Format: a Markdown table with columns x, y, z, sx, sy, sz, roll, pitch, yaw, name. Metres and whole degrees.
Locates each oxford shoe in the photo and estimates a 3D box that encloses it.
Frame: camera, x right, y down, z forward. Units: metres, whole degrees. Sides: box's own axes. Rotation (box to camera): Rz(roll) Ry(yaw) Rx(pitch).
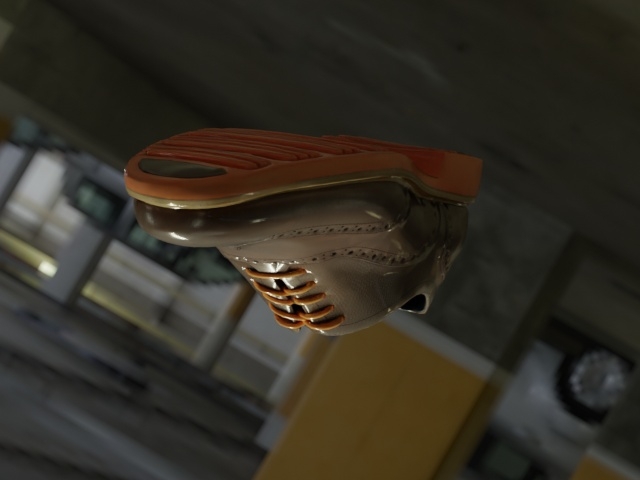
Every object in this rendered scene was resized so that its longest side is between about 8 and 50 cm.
| x | y | z | sx | sy | sz | roll | pitch | yaw | name |
| --- | --- | --- | --- | --- | --- | --- | --- | --- | --- |
| 0.000 | 0.000 | 1.250 | 0.130 | 0.132 | 0.364 | 11 | -174 | 32 | oxford shoe |
